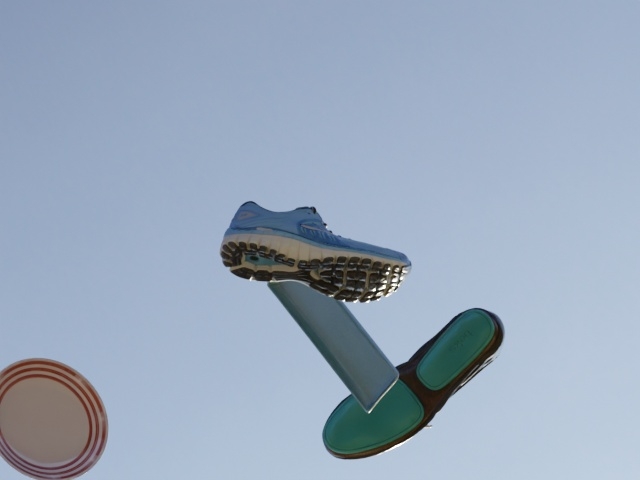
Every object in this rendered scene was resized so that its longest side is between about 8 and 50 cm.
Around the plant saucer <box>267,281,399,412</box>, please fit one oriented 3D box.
[{"bbox_3d":[0.015,0.097,1.669,0.018,0.192,0.067,-16,-30,-47],"label":"plant saucer"}]

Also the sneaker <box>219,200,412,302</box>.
[{"bbox_3d":[0.000,0.000,1.267,0.162,0.073,0.063,14,-38,-8],"label":"sneaker"}]

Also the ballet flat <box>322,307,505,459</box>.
[{"bbox_3d":[0.131,0.199,1.962,0.280,0.095,0.096,-36,-25,2],"label":"ballet flat"}]

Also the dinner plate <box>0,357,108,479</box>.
[{"bbox_3d":[-0.292,0.192,1.602,0.141,0.141,0.017,8,-33,-31],"label":"dinner plate"}]
